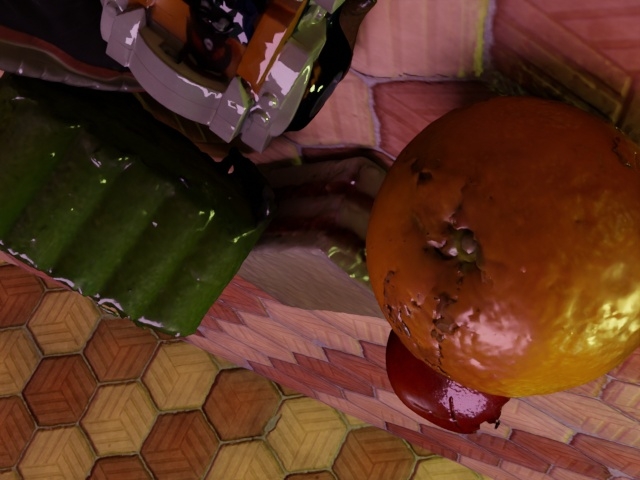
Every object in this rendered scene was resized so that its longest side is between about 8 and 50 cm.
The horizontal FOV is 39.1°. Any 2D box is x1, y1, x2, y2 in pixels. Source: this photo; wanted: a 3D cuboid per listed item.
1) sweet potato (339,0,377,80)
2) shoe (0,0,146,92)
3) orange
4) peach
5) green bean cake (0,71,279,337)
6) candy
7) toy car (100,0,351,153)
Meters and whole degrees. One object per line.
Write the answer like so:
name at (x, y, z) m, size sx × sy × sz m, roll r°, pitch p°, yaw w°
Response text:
sweet potato at (-0.019, -0.163, 0.809) m, size 0.069 × 0.059 × 0.249 m, roll 51°, pitch 159°, yaw -18°
shoe at (-0.244, -0.220, 0.856) m, size 0.114 × 0.137 × 0.291 m, roll 22°, pitch -169°, yaw 36°
orange at (0.160, 0.005, 0.736) m, size 0.246 × 0.246 × 0.246 m, roll 24°, pitch 162°, yaw 8°
peach at (0.204, 0.171, 1.233) m, size 0.190 × 0.196 × 0.226 m, roll -7°, pitch -172°, yaw -44°
green bean cake at (-0.245, -0.071, 1.031) m, size 0.319 × 0.218 × 0.335 m, roll 32°, pitch -176°, yaw -27°
candy at (0.000, 0.000, 1.119) m, size 0.179 × 0.135 × 0.321 m, roll 35°, pitch 162°, yaw -27°
toy car at (-0.050, -0.194, 0.578) m, size 0.193 × 0.118 × 0.301 m, roll 37°, pitch 145°, yaw 1°
